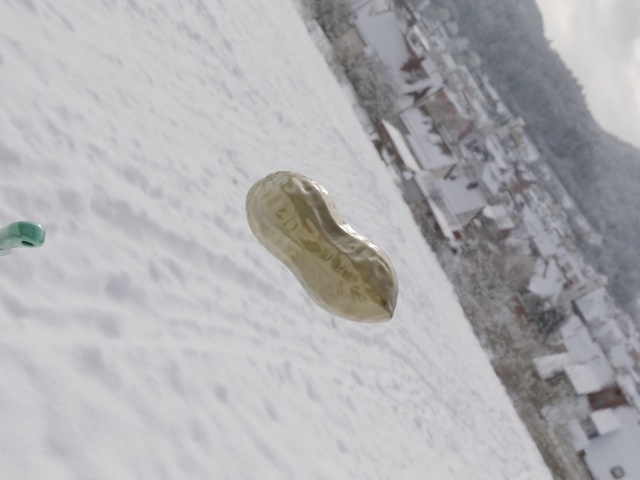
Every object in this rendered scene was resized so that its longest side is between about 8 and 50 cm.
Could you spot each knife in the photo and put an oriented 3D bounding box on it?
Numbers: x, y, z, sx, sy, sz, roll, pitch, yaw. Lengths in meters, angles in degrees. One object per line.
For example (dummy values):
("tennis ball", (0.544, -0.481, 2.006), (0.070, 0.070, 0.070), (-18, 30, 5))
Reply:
("knife", (-0.539, 0.008, 1.180), (0.063, 0.260, 0.035), (26, 61, -47))

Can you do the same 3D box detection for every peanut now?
("peanut", (0.000, 0.000, 0.896), (0.274, 0.111, 0.125), (44, -23, 30))
